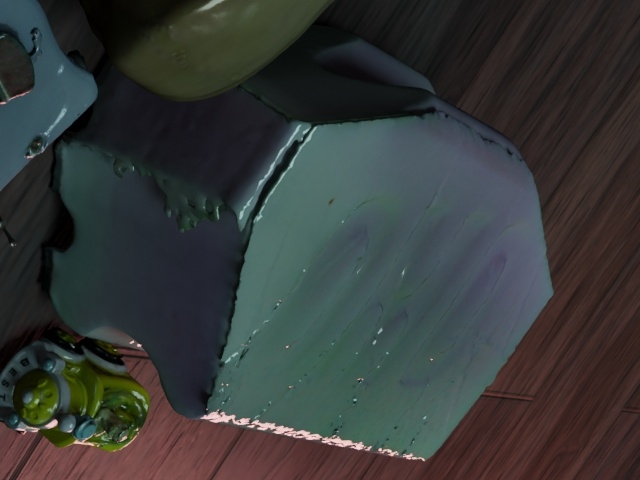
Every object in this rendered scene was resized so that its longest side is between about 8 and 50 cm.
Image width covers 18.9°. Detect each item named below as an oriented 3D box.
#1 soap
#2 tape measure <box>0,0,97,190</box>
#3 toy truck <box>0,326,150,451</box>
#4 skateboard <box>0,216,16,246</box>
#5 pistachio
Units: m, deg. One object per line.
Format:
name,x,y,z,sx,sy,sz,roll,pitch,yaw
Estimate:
soap,0.000,0.000,1.317,0.261,0.156,0.446,-54,151,7
tape measure,-0.214,-0.075,0.973,0.181,0.107,0.182,-52,155,-12
toy truck,-0.164,0.109,1.285,0.076,0.077,0.111,-57,151,10
skateboard,-0.222,-0.001,1.130,0.064,0.032,0.083,-50,151,21
pistachio,-0.045,-0.166,1.078,0.206,0.131,0.129,-39,120,-14
